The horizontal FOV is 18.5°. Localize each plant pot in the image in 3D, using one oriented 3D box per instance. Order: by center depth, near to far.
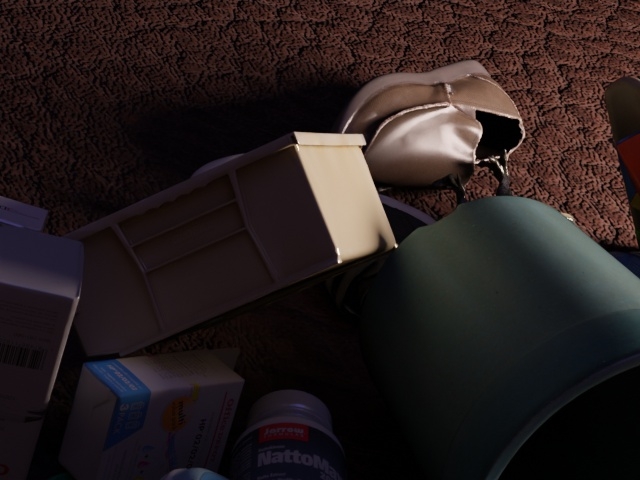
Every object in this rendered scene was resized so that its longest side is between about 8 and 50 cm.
[{"bbox_3d":[0.214,0.146,1.834,0.341,0.341,0.334,1,30,-26],"label":"plant pot"}]

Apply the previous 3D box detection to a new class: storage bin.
[{"bbox_3d":[-0.084,0.005,1.834,0.123,0.260,0.262,68,14,2],"label":"storage bin"}]

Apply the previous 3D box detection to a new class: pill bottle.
[{"bbox_3d":[-0.030,0.221,1.767,0.108,0.108,0.180,14,34,-10],"label":"pill bottle"}]

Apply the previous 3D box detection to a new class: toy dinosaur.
[{"bbox_3d":[0.195,-0.033,2.264,0.268,0.064,0.118,-25,90,-50],"label":"toy dinosaur"}]

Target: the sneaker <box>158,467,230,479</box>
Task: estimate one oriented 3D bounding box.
[{"bbox_3d":[0.035,0.247,1.588,0.319,0.208,0.127,38,29,-19],"label":"sneaker"}]

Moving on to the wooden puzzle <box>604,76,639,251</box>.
[{"bbox_3d":[0.425,0.027,2.150,0.080,0.322,0.348,-32,49,-8],"label":"wooden puzzle"}]

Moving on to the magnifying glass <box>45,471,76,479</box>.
[{"bbox_3d":[-0.154,0.278,1.700,0.231,0.026,0.092,33,35,21],"label":"magnifying glass"}]

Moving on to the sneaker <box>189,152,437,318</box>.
[{"bbox_3d":[0.000,0.000,2.089,0.296,0.104,0.147,18,29,-12],"label":"sneaker"}]

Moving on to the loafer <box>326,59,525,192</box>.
[{"bbox_3d":[0.128,-0.123,2.303,0.130,0.133,0.366,36,37,22],"label":"loafer"}]

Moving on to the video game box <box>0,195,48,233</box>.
[{"bbox_3d":[-0.358,0.035,1.766,0.187,0.205,0.048,19,33,-4],"label":"video game box"}]

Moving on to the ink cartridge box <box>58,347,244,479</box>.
[{"bbox_3d":[-0.137,0.160,1.775,0.181,0.104,0.061,-4,30,-43],"label":"ink cartridge box"}]

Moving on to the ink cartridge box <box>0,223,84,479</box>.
[{"bbox_3d":[-0.308,0.096,1.698,0.160,0.219,0.092,14,31,-12],"label":"ink cartridge box"}]

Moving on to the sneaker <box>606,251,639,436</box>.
[{"bbox_3d":[0.317,0.119,2.074,0.147,0.129,0.330,14,35,-15],"label":"sneaker"}]
